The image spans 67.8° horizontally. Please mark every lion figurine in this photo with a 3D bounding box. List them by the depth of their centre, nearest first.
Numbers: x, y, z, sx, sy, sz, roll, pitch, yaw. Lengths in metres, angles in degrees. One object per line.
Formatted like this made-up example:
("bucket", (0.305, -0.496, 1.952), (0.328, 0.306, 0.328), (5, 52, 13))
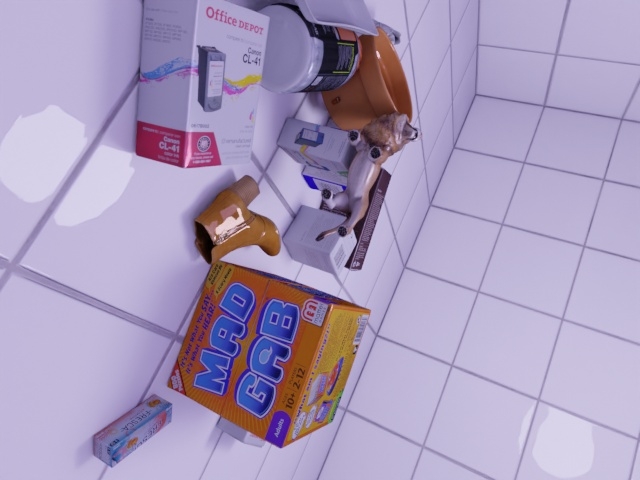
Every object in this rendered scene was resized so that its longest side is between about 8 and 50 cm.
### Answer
("lion figurine", (0.117, -0.175, 1.300), (0.392, 0.142, 0.240), (-59, 167, 18))

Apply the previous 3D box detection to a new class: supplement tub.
("supplement tub", (-0.027, -0.467, 1.182), (0.316, 0.194, 0.193), (-30, 134, -56))

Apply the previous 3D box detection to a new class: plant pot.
("plant pot", (0.131, -0.461, 1.439), (0.291, 0.204, 0.290), (38, 45, -51))

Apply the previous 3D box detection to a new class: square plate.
("square plate", (-0.019, -0.619, 1.069), (0.347, 0.049, 0.343), (-31, 96, -57))

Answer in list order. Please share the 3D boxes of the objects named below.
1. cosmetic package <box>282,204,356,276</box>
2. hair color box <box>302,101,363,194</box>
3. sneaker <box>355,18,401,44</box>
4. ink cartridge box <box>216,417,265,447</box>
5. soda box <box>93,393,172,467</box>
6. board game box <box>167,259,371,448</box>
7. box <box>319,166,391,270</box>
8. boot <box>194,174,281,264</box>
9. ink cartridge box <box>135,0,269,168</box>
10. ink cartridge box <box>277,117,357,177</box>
("cosmetic package", (0.000, 0.000, 1.597), (0.151, 0.184, 0.151), (-60, 154, -23))
("hair color box", (0.098, -0.314, 1.585), (0.338, 0.185, 0.110), (-65, 156, -14))
("sneaker", (0.168, -0.663, 1.553), (0.297, 0.129, 0.111), (-44, 147, -45))
("ink cartridge box", (-0.208, 0.543, 1.623), (0.272, 0.114, 0.197), (-64, 157, -20))
("soda box", (-0.432, 0.438, 1.111), (0.183, 0.063, 0.058), (-28, 132, -58))
("board game box", (-0.121, 0.292, 1.323), (0.356, 0.357, 0.356), (27, 82, -67))
("box", (0.105, -0.097, 1.756), (0.143, 0.191, 0.381), (9, 99, -67))
("boot", (-0.218, -0.006, 1.238), (0.211, 0.104, 0.295), (-50, 144, -30))
("ink cartridge box", (-0.228, -0.306, 0.934), (0.226, 0.131, 0.306), (-23, 129, -60))
("ink cartridge box", (0.005, -0.265, 1.380), (0.093, 0.213, 0.154), (-66, 157, -4))
